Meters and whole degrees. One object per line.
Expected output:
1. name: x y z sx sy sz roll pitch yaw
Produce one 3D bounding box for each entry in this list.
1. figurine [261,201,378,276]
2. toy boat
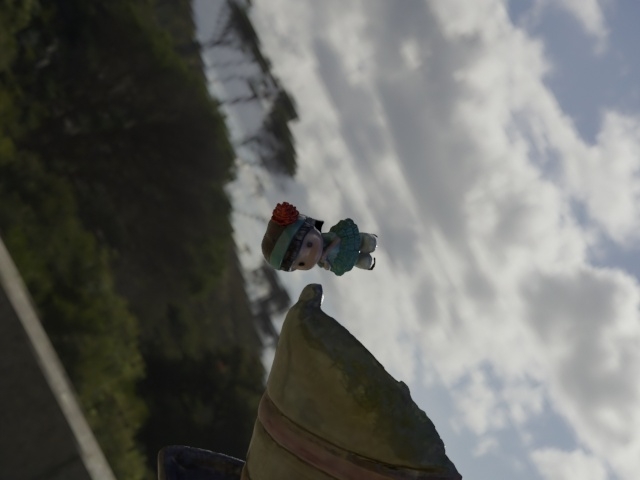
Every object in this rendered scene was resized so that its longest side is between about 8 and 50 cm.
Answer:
1. figurine: 0.000 0.000 1.243 0.047 0.106 0.060 56 -51 46
2. toy boat: 0.011 0.215 1.141 0.276 0.111 0.293 43 -43 2
